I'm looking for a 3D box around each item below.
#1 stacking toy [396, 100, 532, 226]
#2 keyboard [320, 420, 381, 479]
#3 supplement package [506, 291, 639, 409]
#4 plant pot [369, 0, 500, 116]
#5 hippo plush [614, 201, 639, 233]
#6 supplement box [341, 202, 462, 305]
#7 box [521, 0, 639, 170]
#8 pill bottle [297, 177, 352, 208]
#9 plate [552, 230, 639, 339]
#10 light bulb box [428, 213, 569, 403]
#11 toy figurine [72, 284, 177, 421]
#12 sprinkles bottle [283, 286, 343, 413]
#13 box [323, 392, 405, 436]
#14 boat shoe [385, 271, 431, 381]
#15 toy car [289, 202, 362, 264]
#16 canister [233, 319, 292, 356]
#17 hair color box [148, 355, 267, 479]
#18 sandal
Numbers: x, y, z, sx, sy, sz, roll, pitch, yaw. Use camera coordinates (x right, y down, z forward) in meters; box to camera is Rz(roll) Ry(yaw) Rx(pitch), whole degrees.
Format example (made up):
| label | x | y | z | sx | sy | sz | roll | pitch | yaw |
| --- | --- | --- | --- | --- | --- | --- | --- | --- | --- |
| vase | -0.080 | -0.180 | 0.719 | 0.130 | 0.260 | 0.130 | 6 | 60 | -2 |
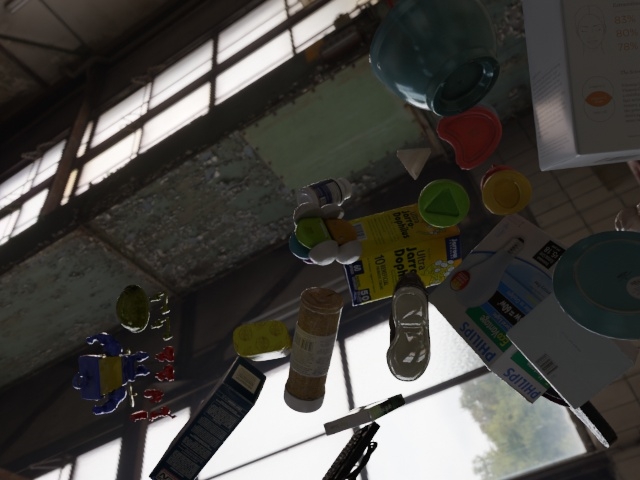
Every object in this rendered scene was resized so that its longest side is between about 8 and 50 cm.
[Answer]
| label | x | y | z | sx | sy | sz | roll | pitch | yaw |
| --- | --- | --- | --- | --- | --- | --- | --- | --- | --- |
| stacking toy | 0.367 | -0.195 | 1.477 | 0.309 | 0.280 | 0.130 | 61 | -159 | -20 |
| keyboard | 0.065 | 0.591 | 1.487 | 0.033 | 0.201 | 0.317 | 49 | -135 | -1 |
| supplement package | 0.529 | 0.213 | 1.187 | 0.194 | 0.149 | 0.203 | 52 | -157 | 23 |
| plant pot | 0.286 | -0.413 | 1.308 | 0.293 | 0.293 | 0.196 | 31 | -152 | -59 |
| hippo plush | 0.911 | 0.008 | 1.452 | 0.294 | 0.234 | 0.236 | 7 | -116 | -53 |
| supplement box | 0.240 | 0.034 | 1.774 | 0.195 | 0.357 | 0.194 | -105 | 0 | -52 |
| box | 0.490 | -0.309 | 0.968 | 0.168 | 0.215 | 0.345 | 52 | -147 | -89 |
| pill bottle | 0.017 | -0.144 | 1.789 | 0.169 | 0.094 | 0.094 | -23 | -95 | -37 |
| plate | 0.435 | 0.055 | 0.816 | 0.024 | 0.188 | 0.188 | 63 | -168 | -47 |
| light bulb box | 0.547 | 0.171 | 1.548 | 0.225 | 0.361 | 0.358 | 38 | -172 | -29 |
| toy figurine | -0.510 | 0.304 | 1.421 | 0.217 | 0.191 | 0.362 | -5 | -86 | -54 |
| sprinkles bottle | -0.022 | 0.309 | 1.583 | 0.121 | 0.121 | 0.355 | -73 | -6 | -66 |
| box | 0.186 | 0.715 | 2.341 | 0.322 | 0.232 | 0.058 | 3 | -117 | -60 |
| boat shoe | 0.231 | 0.231 | 1.478 | 0.096 | 0.117 | 0.324 | -73 | -19 | -55 |
| toy car | 0.000 | 0.000 | 1.398 | 0.182 | 0.136 | 0.159 | -1 | -124 | -43 |
| canister | -0.133 | 0.244 | 1.360 | 0.170 | 0.126 | 0.073 | 83 | 177 | -73 |
| hair color box | -0.295 | 0.492 | 1.508 | 0.105 | 0.347 | 0.174 | 38 | -167 | -2 |
| sandal | 0.753 | 0.477 | 1.833 | 0.445 | 0.107 | 0.167 | 55 | -178 | 37 |
